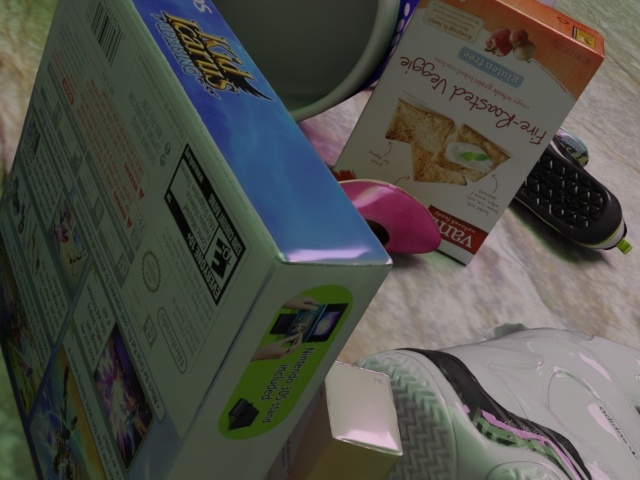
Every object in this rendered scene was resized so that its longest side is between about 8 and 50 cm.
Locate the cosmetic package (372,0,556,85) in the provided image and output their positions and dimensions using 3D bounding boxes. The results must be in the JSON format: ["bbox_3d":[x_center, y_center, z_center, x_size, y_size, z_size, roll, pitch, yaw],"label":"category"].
[{"bbox_3d":[0.066,-0.314,1.179,0.453,0.161,0.230,-10,47,-45],"label":"cosmetic package"}]

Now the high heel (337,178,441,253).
[{"bbox_3d":[0.000,0.000,0.781,0.244,0.082,0.117,23,61,-34],"label":"high heel"}]

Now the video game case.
[{"bbox_3d":[-0.097,0.012,0.499,0.061,0.244,0.269,4,39,-36],"label":"video game case"}]

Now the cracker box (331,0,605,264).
[{"bbox_3d":[0.122,-0.111,0.858,0.156,0.232,0.067,27,32,-1],"label":"cracker box"}]

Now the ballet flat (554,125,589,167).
[{"bbox_3d":[0.224,-0.127,1.140,0.188,0.070,0.070,34,32,13],"label":"ballet flat"}]

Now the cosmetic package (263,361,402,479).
[{"bbox_3d":[-0.001,0.127,0.529,0.041,0.115,0.060,17,32,-17],"label":"cosmetic package"}]

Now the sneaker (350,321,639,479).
[{"bbox_3d":[0.190,0.177,0.580,0.366,0.137,0.210,41,36,27],"label":"sneaker"}]

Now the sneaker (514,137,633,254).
[{"bbox_3d":[0.249,-0.063,1.061,0.097,0.084,0.234,28,22,-51],"label":"sneaker"}]

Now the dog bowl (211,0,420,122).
[{"bbox_3d":[-0.040,-0.246,0.901,0.265,0.265,0.104,35,31,12],"label":"dog bowl"}]
